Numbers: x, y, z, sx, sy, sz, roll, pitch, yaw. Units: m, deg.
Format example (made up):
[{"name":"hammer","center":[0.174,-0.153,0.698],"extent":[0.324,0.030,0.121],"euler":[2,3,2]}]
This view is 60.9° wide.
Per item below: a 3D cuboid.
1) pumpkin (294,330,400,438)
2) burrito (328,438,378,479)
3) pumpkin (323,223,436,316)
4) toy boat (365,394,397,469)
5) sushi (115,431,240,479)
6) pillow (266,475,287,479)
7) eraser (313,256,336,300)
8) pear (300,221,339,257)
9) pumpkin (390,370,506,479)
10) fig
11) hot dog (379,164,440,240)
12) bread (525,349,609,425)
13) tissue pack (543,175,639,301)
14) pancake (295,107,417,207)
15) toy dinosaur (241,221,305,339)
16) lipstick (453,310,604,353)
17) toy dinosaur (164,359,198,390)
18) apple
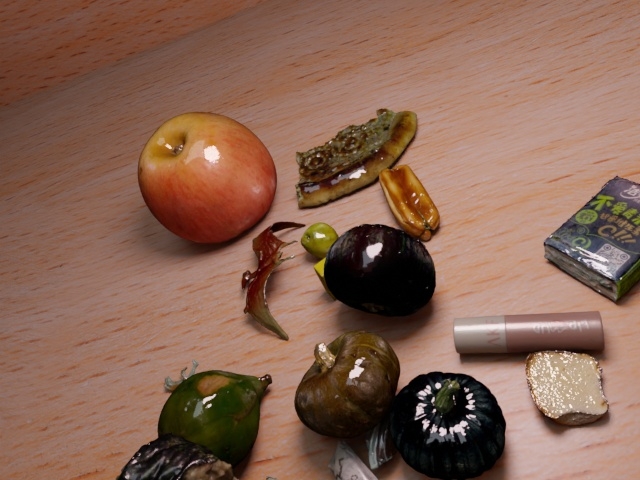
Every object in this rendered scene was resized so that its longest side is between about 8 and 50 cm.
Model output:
[{"name":"pumpkin","center":[0.045,0.253,1.002],"extent":[0.219,0.162,0.219],"euler":[-41,7,6]},{"name":"burrito","center":[0.078,0.429,0.928],"extent":[0.064,0.064,0.203],"euler":[-38,45,-11]},{"name":"pumpkin","center":[0.123,0.068,1.122],"extent":[0.233,0.233,0.163],"euler":[3,64,28]},{"name":"toy boat","center":[0.115,0.349,0.991],"extent":[0.066,0.059,0.140],"euler":[-26,31,47]},{"name":"sushi","center":[-0.253,0.501,0.883],"extent":[0.170,0.211,0.350],"euler":[14,83,19]},{"name":"pillow","center":[-0.050,0.520,0.915],"extent":[0.148,0.050,0.230],"euler":[-2,45,17]},{"name":"eraser","center":[0.055,0.065,1.255],"extent":[0.122,0.097,0.045],"euler":[-36,43,-11]},{"name":"pear","center":[0.000,0.000,1.342],"extent":[0.097,0.092,0.092],"euler":[-14,36,-28]},{"name":"pumpkin","center":[0.212,0.310,0.918],"extent":[0.194,0.150,0.194],"euler":[-33,34,26]},{"name":"fig","center":[-0.194,0.346,1.082],"extent":[0.195,0.195,0.245],"euler":[16,23,37]},{"name":"hot dog","center":[0.216,-0.098,1.348],"extent":[0.100,0.068,0.249],"euler":[-16,46,-3]},{"name":"bread","center":[0.422,0.253,0.936],"extent":[0.126,0.044,0.129],"euler":[-5,45,13]},{"name":"tissue pack","center":[0.587,-0.011,1.076],"extent":[0.235,0.073,0.173],"euler":[-39,45,-12]},{"name":"pancake","center":[0.095,-0.259,1.562],"extent":[0.426,0.067,0.305],"euler":[-28,41,3]},{"name":"toy dinosaur","center":[-0.106,0.081,1.336],"extent":[0.206,0.113,0.327],"euler":[-50,30,14]},{"name":"lipstick","center":[0.380,0.172,1.009],"extent":[0.254,0.070,0.070],"euler":[-6,47,21]},{"name":"toy dinosaur","center":[-0.281,0.338,1.213],"extent":[0.187,0.044,0.106],"euler":[36,85,31]},{"name":"apple","center":[-0.315,-0.182,1.505],"extent":[0.364,0.364,0.364],"euler":[-14,45,14]}]
